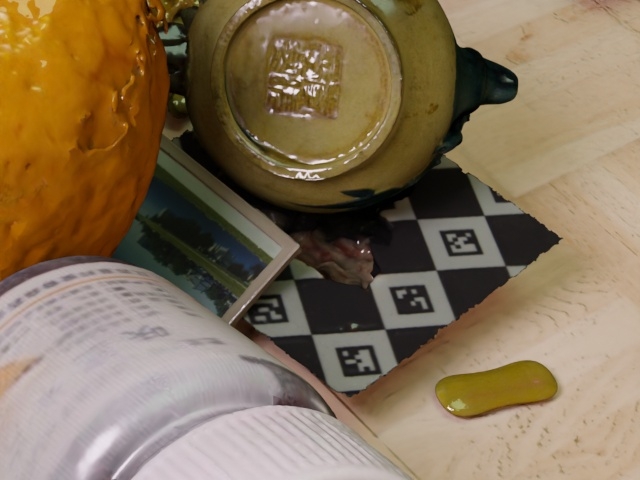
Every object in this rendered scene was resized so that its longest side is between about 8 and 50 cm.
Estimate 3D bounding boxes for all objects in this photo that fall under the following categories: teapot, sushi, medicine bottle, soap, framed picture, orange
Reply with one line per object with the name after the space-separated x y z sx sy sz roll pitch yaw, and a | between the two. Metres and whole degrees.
-0.009 -0.110 1.257 0.269 0.173 0.182 5 10 9 | teapot
0.000 0.000 1.279 0.231 0.047 0.219 37 48 23 | sushi
-0.068 0.119 0.894 0.165 0.165 0.273 -7 20 -28 | medicine bottle
0.113 0.094 1.248 0.089 0.012 0.034 -10 50 -30 | soap
-0.099 0.002 1.208 0.149 0.011 0.109 38 83 23 | framed picture
-0.260 -0.077 1.075 0.340 0.293 0.340 15 54 -21 | orange

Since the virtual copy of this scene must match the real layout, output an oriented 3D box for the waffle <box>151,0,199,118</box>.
-0.089 -0.178 1.377 0.191 0.038 0.191 7 74 -28 | waffle
